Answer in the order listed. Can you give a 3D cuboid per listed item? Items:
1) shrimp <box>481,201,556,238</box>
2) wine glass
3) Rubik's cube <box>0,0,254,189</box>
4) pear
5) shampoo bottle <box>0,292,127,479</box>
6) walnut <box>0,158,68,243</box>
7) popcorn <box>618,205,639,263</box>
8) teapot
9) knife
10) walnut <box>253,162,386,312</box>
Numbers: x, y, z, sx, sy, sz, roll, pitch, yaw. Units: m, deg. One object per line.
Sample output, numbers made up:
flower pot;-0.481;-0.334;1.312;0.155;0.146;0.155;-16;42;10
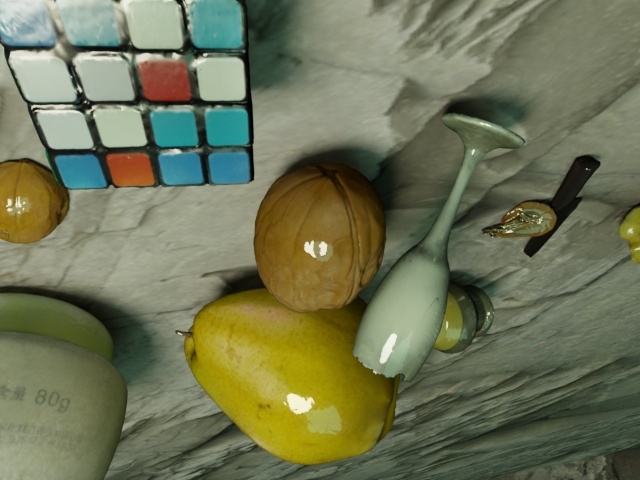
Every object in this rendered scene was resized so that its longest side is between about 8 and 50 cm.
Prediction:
shrimp;0.307;-0.032;0.694;0.108;0.023;0.059;-5;116;14
wine glass;0.202;0.034;0.578;0.264;0.096;0.310;15;100;-30
Rubik's cube;-0.135;-0.147;0.358;0.154;0.155;0.151;-4;139;-10
pear;-0.045;0.203;0.693;0.336;0.285;0.285;-8;140;4
shampoo bottle;-0.448;0.259;0.626;0.322;0.317;0.322;-8;138;-7
walnut;-0.347;-0.034;0.517;0.091;0.052;0.121;10;137;-27
popcorn;0.613;0.011;0.656;0.292;0.237;0.293;-6;135;-6
teapot;0.224;0.134;0.807;0.119;0.130;0.165;-3;174;-33
knife;0.378;-0.041;0.706;0.060;0.028;0.230;-15;143;-16
walnut;0.000;0.000;0.556;0.167;0.167;0.207;-4;137;-9
